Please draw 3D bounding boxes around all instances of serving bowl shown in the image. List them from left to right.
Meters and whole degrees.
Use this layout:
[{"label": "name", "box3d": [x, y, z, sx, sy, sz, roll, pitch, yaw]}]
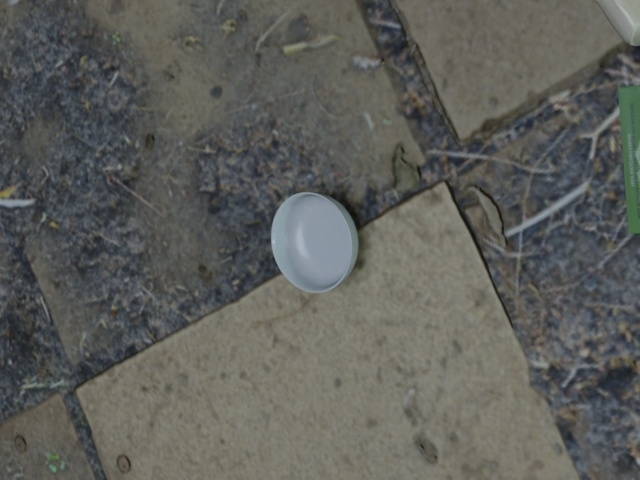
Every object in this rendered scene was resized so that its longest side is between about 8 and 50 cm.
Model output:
[{"label": "serving bowl", "box3d": [0.000, 0.000, 1.240, 0.083, 0.027, 0.083, 8, 103, 38]}]

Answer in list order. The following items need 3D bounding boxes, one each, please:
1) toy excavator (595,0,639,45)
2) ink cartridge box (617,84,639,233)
[{"label": "toy excavator", "box3d": [0.316, -0.300, 0.791, 0.445, 0.433, 0.222, -32, 77, 9]}, {"label": "ink cartridge box", "box3d": [0.278, -0.055, 0.989, 0.209, 0.062, 0.109, -2, 98, 39]}]
